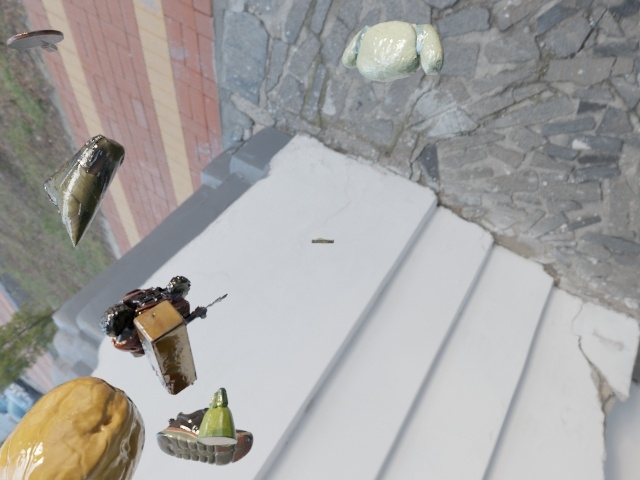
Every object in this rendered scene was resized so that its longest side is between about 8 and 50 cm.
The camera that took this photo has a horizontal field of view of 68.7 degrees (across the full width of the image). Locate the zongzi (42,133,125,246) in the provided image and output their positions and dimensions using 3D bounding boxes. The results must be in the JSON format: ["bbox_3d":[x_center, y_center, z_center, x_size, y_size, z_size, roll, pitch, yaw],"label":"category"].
[{"bbox_3d":[-0.723,-0.157,1.479,0.138,0.286,0.300,35,-160,-54],"label":"zongzi"}]

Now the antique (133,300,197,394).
[{"bbox_3d":[-0.392,0.291,1.212,0.087,0.093,0.310,40,145,26],"label":"antique"}]

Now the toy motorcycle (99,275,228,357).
[{"bbox_3d":[-0.437,0.206,1.332,0.134,0.401,0.207,24,121,22],"label":"toy motorcycle"}]

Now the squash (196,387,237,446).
[{"bbox_3d":[-0.265,0.455,1.213,0.105,0.132,0.105,-3,145,-2],"label":"squash"}]

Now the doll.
[{"bbox_3d":[0.122,-0.330,0.818,0.214,0.071,0.104,19,102,41],"label":"doll"}]

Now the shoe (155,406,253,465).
[{"bbox_3d":[-0.331,0.571,1.386,0.290,0.137,0.114,3,117,10],"label":"shoe"}]

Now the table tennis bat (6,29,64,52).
[{"bbox_3d":[-0.725,-0.512,1.211,0.220,0.130,0.019,-139,32,-70],"label":"table tennis bat"}]

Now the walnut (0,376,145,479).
[{"bbox_3d":[-0.372,0.322,0.710,0.193,0.226,0.193,1,129,1],"label":"walnut"}]

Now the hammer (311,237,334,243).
[{"bbox_3d":[0.000,0.000,1.365,0.062,0.013,0.199,1,-179,-4],"label":"hammer"}]
